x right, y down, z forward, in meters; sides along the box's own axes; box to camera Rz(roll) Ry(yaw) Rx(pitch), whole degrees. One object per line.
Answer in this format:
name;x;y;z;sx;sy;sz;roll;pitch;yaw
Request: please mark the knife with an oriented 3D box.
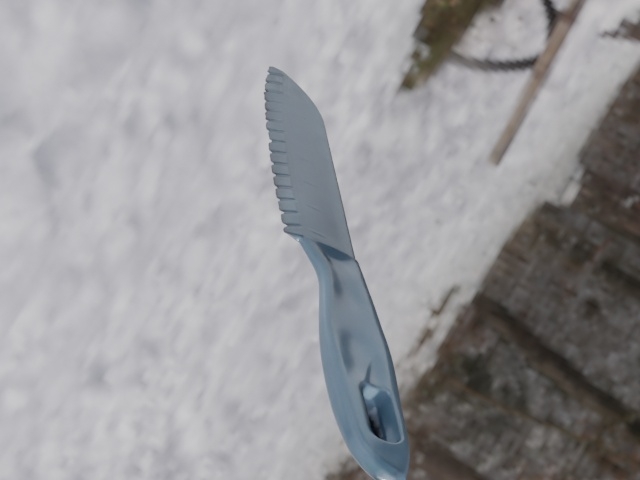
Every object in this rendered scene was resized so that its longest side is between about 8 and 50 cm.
knife;0.000;0.000;0.697;0.019;0.044;0.313;-54;-155;25
